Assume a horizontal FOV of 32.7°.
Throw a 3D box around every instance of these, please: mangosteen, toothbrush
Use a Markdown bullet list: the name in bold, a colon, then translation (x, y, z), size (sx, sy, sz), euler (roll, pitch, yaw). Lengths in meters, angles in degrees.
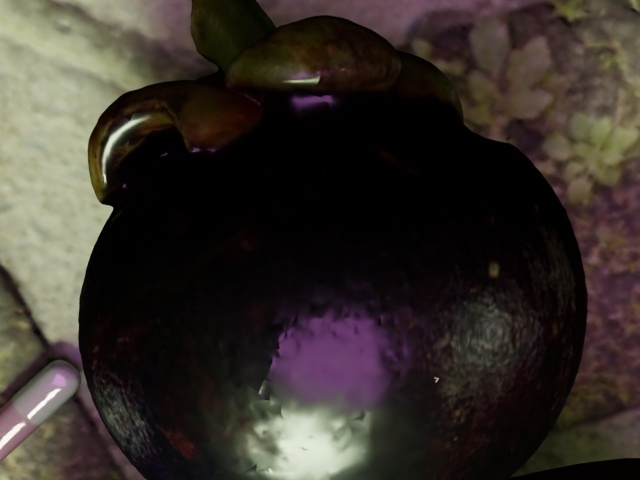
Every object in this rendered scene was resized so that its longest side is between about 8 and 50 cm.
- **mangosteen**: translation (0.000, 0.000, 0.423), size (0.194, 0.194, 0.230), euler (-9, 86, -1)
- **toothbrush**: translation (-0.220, 0.155, 0.540), size (0.286, 0.025, 0.020), euler (-43, 106, 10)

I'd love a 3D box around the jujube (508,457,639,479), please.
- **jujube**: translation (0.039, 0.220, 0.459), size (0.377, 0.258, 0.258), euler (-4, 111, -1)
